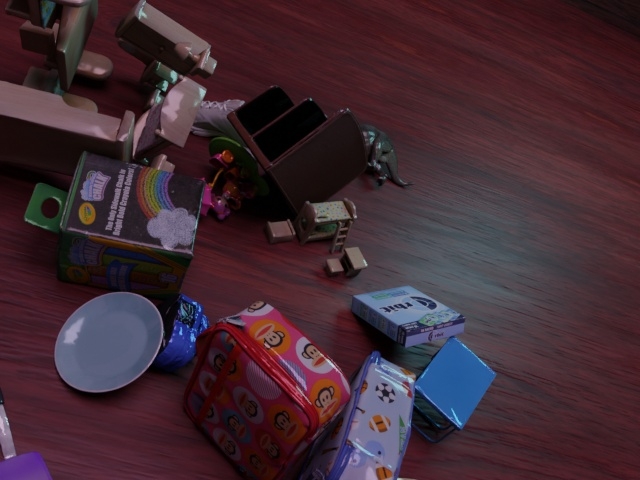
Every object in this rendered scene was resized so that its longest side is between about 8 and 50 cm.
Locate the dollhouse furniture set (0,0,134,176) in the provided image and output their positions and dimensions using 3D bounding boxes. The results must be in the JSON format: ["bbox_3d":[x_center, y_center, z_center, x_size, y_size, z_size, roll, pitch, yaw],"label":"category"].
[{"bbox_3d":[-0.457,-0.332,1.279,0.256,0.362,0.394,13,61,-11],"label":"dollhouse furniture set"}]

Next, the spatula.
[{"bbox_3d":[-0.488,0.276,1.010,0.084,0.030,0.296,-13,61,-36],"label":"spatula"}]

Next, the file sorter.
[{"bbox_3d":[0.247,0.301,1.326,0.118,0.104,0.170,42,46,9],"label":"file sorter"}]

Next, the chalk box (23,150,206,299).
[{"bbox_3d":[-0.376,-0.027,1.205,0.289,0.179,0.180,13,54,-14],"label":"chalk box"}]

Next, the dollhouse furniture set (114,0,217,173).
[{"bbox_3d":[-0.386,-0.286,1.374,0.174,0.303,0.355,29,67,-30],"label":"dollhouse furniture set"}]

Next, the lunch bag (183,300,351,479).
[{"bbox_3d":[-0.107,0.236,1.063,0.258,0.293,0.120,43,45,15],"label":"lunch bag"}]

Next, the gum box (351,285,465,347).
[{"bbox_3d":[0.181,0.155,1.386,0.157,0.041,0.184,-7,21,-32],"label":"gum box"}]

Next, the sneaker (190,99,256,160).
[{"bbox_3d":[-0.230,-0.296,1.545,0.262,0.121,0.099,24,48,-5],"label":"sneaker"}]

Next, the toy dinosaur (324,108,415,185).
[{"bbox_3d":[0.120,-0.240,1.688,0.313,0.121,0.160,19,61,-7],"label":"toy dinosaur"}]

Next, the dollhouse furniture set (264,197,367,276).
[{"bbox_3d":[0.000,0.000,1.441,0.182,0.101,0.161,-8,58,-32],"label":"dollhouse furniture set"}]

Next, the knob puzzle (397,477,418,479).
[{"bbox_3d":[0.160,0.508,1.165,0.213,0.030,0.213,14,50,-17],"label":"knob puzzle"}]

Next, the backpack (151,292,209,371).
[{"bbox_3d":[-0.253,0.171,1.173,0.101,0.098,0.120,34,41,-27],"label":"backpack"}]

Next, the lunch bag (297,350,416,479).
[{"bbox_3d":[0.046,0.349,1.094,0.115,0.243,0.303,33,40,-1],"label":"lunch bag"}]

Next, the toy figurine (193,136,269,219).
[{"bbox_3d":[-0.215,-0.108,1.433,0.173,0.130,0.159,47,57,-21],"label":"toy figurine"}]

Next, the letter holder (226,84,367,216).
[{"bbox_3d":[-0.031,-0.206,1.409,0.214,0.302,0.152,-36,70,-1],"label":"letter holder"}]

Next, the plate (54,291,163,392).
[{"bbox_3d":[-0.357,0.173,1.127,0.188,0.024,0.188,-3,56,5],"label":"plate"}]
